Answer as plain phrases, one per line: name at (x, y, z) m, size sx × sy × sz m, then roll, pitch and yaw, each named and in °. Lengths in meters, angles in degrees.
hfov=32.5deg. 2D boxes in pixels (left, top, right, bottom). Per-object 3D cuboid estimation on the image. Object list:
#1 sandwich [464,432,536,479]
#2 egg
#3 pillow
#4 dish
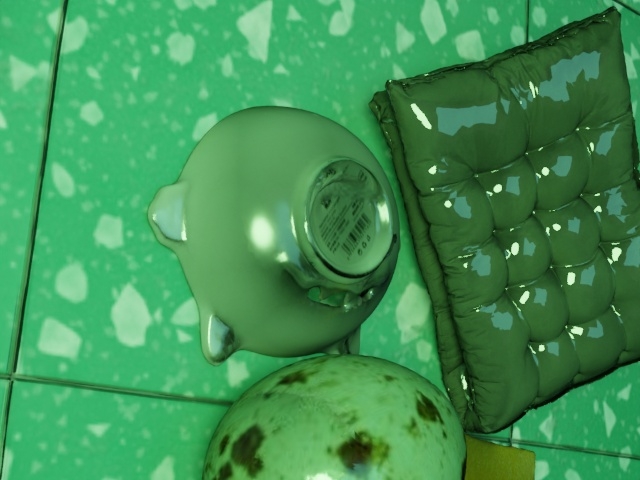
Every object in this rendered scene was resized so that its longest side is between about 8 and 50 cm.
sandwich at (0.129, 0.266, 0.933) m, size 0.162 × 0.058 × 0.193 m, roll 22°, pitch 67°, yaw -37°
egg at (0.018, 0.163, 0.783) m, size 0.231 × 0.169 × 0.169 m, roll -16°, pitch 94°, yaw -52°
pillow at (0.186, -0.015, 0.947) m, size 0.228 × 0.101 × 0.326 m, roll -22°, pitch 104°, yaw -18°
dish at (0.000, 0.000, 0.844) m, size 0.236 × 0.086 × 0.227 m, roll -24°, pitch 99°, yaw -40°
